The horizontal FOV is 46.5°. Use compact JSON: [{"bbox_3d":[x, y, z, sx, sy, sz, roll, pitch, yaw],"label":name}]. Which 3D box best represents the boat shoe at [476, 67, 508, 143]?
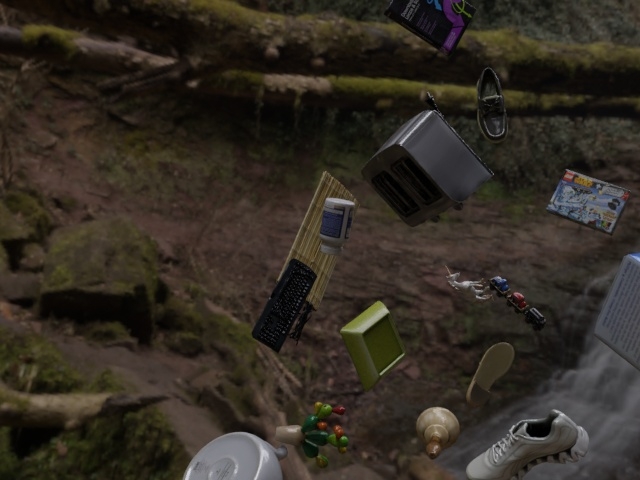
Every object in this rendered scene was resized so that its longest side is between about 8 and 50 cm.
[{"bbox_3d":[0.471,-0.378,2.069,0.080,0.224,0.073,-8,-26,12],"label":"boat shoe"}]

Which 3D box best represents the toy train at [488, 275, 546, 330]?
[{"bbox_3d":[0.415,0.129,1.577,0.027,0.036,0.158,-21,52,-33],"label":"toy train"}]

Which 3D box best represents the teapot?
[{"bbox_3d":[-0.187,0.589,1.726,0.187,0.256,0.252,61,-1,-33],"label":"teapot"}]

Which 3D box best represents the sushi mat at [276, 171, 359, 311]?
[{"bbox_3d":[0.000,0.000,1.783,0.019,0.317,0.151,-4,-36,44],"label":"sushi mat"}]

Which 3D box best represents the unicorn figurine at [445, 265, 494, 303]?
[{"bbox_3d":[0.459,0.146,2.289,0.111,0.060,0.162,-15,-61,36],"label":"unicorn figurine"}]

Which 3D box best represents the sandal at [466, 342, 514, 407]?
[{"bbox_3d":[0.495,0.407,2.254,0.088,0.240,0.079,41,-30,-2],"label":"sandal"}]

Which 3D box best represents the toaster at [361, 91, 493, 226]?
[{"bbox_3d":[0.177,-0.126,1.286,0.186,0.110,0.168,47,-26,-6],"label":"toaster"}]

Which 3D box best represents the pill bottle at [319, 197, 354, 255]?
[{"bbox_3d":[0.034,-0.031,1.656,0.067,0.120,0.067,10,9,-2],"label":"pill bottle"}]

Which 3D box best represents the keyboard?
[{"bbox_3d":[-0.057,0.136,1.522,0.100,0.192,0.038,34,-23,-18],"label":"keyboard"}]

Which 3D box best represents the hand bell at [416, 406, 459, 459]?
[{"bbox_3d":[0.313,0.548,2.040,0.126,0.126,0.242,10,4,12],"label":"hand bell"}]

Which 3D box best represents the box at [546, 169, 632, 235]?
[{"bbox_3d":[0.537,-0.077,1.492,0.137,0.094,0.027,26,-3,32],"label":"box"}]

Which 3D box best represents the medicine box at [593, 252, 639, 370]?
[{"bbox_3d":[0.606,0.141,1.070,0.263,0.149,0.289,-3,28,-28],"label":"medicine box"}]

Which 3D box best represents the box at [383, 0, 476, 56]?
[{"bbox_3d":[0.222,-0.462,1.505,0.162,0.116,0.029,30,-14,-7],"label":"box"}]

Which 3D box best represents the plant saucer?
[{"bbox_3d":[0.157,0.282,2.013,0.045,0.188,0.188,-15,12,45],"label":"plant saucer"}]

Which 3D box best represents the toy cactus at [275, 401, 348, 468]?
[{"bbox_3d":[-0.019,0.477,1.852,0.180,0.112,0.219,5,-45,1],"label":"toy cactus"}]

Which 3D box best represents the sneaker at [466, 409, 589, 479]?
[{"bbox_3d":[0.445,0.465,1.674,0.292,0.110,0.118,-32,-62,22],"label":"sneaker"}]
